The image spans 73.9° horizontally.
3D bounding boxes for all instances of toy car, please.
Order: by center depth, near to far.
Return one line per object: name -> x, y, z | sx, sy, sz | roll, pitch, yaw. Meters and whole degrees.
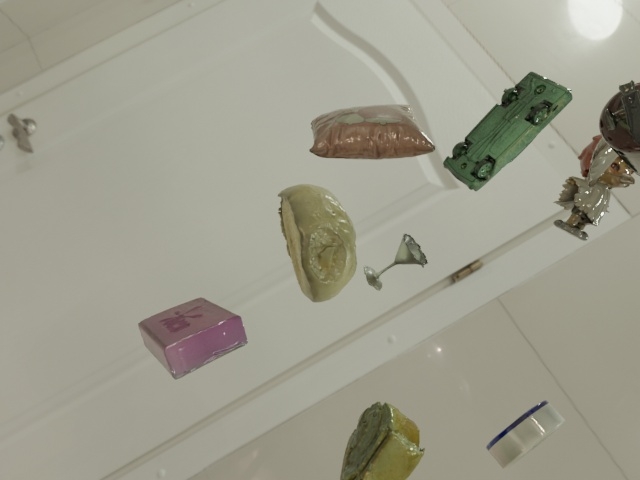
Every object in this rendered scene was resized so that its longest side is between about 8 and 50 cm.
toy car -> 0.476, -0.272, 1.097 | 0.097, 0.320, 0.141 | 26, 23, -43

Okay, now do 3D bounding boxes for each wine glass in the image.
wine glass -> 0.229, 0.072, 1.346 | 0.122, 0.183, 0.122 | 40, 28, -27

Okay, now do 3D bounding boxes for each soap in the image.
soap -> -0.308, 0.218, 1.009 | 0.259, 0.181, 0.081 | 5, -68, 57

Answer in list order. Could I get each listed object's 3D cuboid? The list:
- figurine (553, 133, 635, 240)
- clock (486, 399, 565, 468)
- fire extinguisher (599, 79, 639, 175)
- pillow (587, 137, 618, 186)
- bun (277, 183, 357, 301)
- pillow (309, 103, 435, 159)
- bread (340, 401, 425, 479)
figurine -> 0.803, -0.187, 1.194 | 0.207, 0.386, 0.166 | 22, 12, -27
clock -> 0.600, 0.569, 1.246 | 0.083, 0.231, 0.230 | 51, -8, 33
fire extinguisher -> 0.343, -0.102, 0.438 | 0.231, 0.071, 0.099 | 4, 72, -46
pillow -> 0.546, -0.200, 0.758 | 0.038, 0.232, 0.130 | 37, -7, 33
bun -> 0.002, -0.003, 1.299 | 0.364, 0.203, 0.363 | 166, -90, -78
pillow -> 0.091, -0.218, 0.848 | 0.223, 0.237, 0.083 | -97, -178, -57
bread -> 0.147, 0.554, 1.089 | 0.124, 0.257, 0.186 | 34, -10, -9
